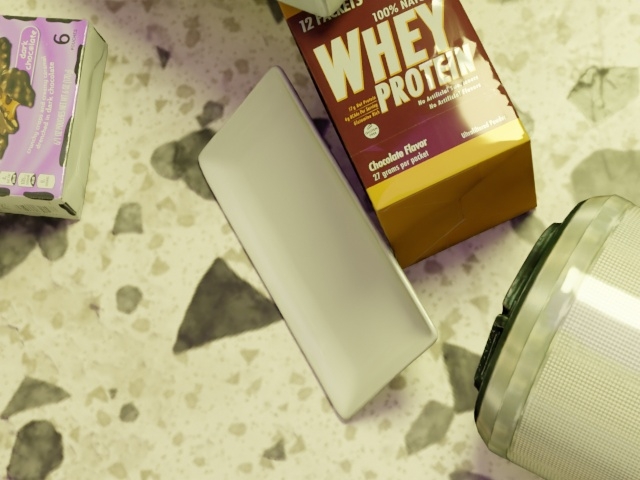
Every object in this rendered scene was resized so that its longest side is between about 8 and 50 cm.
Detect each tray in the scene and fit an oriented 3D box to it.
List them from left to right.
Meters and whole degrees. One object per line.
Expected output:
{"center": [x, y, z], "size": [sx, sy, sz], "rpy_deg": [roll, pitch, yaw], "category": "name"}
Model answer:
{"center": [0.000, 0.000, 1.435], "size": [0.030, 0.145, 0.270], "rpy_deg": [-15, 67, -42], "category": "tray"}

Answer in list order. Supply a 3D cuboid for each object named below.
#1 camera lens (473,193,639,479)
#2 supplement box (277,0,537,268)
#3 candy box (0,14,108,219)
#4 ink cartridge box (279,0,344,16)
{"center": [0.268, 0.108, 1.298], "size": [0.274, 0.219, 0.219], "rpy_deg": [27, 82, 14], "category": "camera lens"}
{"center": [0.074, -0.109, 1.397], "size": [0.129, 0.191, 0.194], "rpy_deg": [-25, 73, 2], "category": "supplement box"}
{"center": [-0.300, -0.112, 1.519], "size": [0.196, 0.070, 0.165], "rpy_deg": [4, 77, 9], "category": "candy box"}
{"center": [-0.053, -0.364, 1.420], "size": [0.385, 0.091, 0.308], "rpy_deg": [26, 65, 32], "category": "ink cartridge box"}
